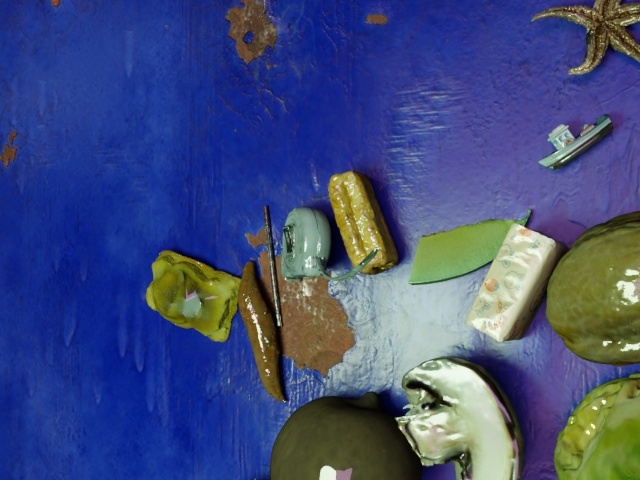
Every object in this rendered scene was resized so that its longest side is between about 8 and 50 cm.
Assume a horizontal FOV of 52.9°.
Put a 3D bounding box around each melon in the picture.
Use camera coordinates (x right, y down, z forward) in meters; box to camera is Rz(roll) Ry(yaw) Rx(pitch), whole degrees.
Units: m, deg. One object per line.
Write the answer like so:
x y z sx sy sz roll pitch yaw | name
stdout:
0.285 0.009 1.235 0.261 0.053 0.114 -24 60 17 | melon

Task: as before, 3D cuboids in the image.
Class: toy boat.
0.450 -0.183 1.150 0.140 0.059 0.066 -39 85 19 | toy boat

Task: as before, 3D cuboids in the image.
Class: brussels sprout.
0.526 0.343 0.979 0.344 0.268 0.344 -11 71 34 | brussels sprout

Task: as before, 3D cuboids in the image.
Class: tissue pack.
0.348 0.075 1.133 0.092 0.148 0.196 27 99 29 | tissue pack

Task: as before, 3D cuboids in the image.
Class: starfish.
0.502 -0.390 1.142 0.237 0.057 0.213 17 87 19 | starfish

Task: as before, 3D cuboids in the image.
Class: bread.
-0.297 0.124 1.453 0.233 0.088 0.161 20 91 21 | bread
0.083 -0.036 1.280 0.083 0.114 0.211 -22 77 24 | bread

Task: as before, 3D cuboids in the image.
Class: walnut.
0.495 0.075 1.023 0.283 0.227 0.283 -46 28 34 | walnut

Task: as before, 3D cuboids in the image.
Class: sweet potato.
-0.124 0.197 1.385 0.072 0.066 0.315 -31 74 54 | sweet potato

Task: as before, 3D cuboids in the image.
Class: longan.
0.044 0.418 1.211 0.300 0.243 0.300 -9 55 13 | longan

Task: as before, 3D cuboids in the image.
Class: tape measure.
-0.001 0.001 1.234 0.330 0.084 0.164 160 104 -66 | tape measure

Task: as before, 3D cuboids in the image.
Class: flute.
-0.105 0.056 1.411 0.014 0.014 0.270 -10 83 23 | flute

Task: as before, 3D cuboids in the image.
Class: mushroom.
0.266 0.333 1.156 0.189 0.164 0.267 -40 70 13 | mushroom

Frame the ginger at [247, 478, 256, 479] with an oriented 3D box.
-0.214 0.625 1.351 0.375 0.176 0.256 -4 102 24 | ginger
